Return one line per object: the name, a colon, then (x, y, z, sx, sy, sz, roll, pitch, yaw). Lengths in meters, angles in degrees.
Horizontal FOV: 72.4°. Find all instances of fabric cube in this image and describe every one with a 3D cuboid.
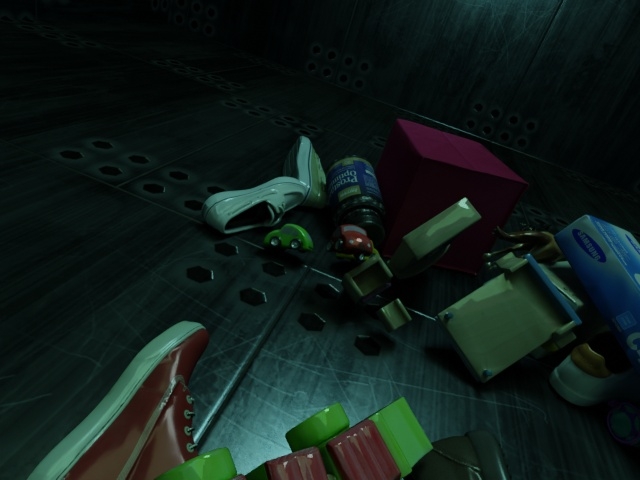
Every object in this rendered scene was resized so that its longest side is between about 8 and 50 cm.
fabric cube: (0.279, -0.108, 1.054, 0.259, 0.254, 0.258, 12, 29, -13)

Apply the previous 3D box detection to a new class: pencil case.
pencil case: (0.543, 0.300, 0.699, 0.152, 0.064, 0.070, 13, 45, -11)

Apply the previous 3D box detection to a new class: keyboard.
keyboard: (0.737, 0.010, 1.353, 0.317, 0.033, 0.201, -4, 42, -37)

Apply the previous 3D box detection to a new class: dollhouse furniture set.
dollhouse furniture set: (0.237, 0.131, 0.802, 0.287, 0.198, 0.303, -32, 76, -8)

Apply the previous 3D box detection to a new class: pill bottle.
pill bottle: (0.082, -0.087, 1.011, 0.123, 0.122, 0.219, 8, 46, -18)

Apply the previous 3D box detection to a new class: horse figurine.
horse figurine: (0.434, 0.031, 0.914, 0.263, 0.175, 0.066, 37, 37, -56)

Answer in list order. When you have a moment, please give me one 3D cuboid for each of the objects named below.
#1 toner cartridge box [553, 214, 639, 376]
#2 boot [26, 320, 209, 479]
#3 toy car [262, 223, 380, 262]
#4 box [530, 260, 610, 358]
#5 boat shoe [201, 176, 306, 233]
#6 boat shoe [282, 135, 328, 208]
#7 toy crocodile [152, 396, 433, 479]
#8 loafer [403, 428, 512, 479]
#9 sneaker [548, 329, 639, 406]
toner cartridge box: (0.551, 0.123, 0.737, 0.165, 0.075, 0.347, 14, 46, -31)
boot: (-0.138, 0.201, 0.451, 0.176, 0.088, 0.244, 22, 37, 6)
toy car: (0.000, 0.000, 0.835, 0.225, 0.053, 0.239, 7, -7, 13)
box: (0.525, 0.130, 0.902, 0.311, 0.147, 0.121, -3, 36, -32)
boat shoe: (-0.120, -0.065, 0.930, 0.258, 0.095, 0.084, -23, 52, -37)
boat shoe: (-0.039, -0.177, 1.167, 0.094, 0.109, 0.302, 25, 34, -21)
toy crocodile: (-0.020, 0.213, 0.364, 0.341, 0.105, 0.115, -4, 57, -39)
loafer: (0.125, 0.327, 0.373, 0.130, 0.133, 0.366, -6, 17, 10)
sneaker: (0.548, 0.221, 0.781, 0.290, 0.123, 0.106, 2, 31, -30)
